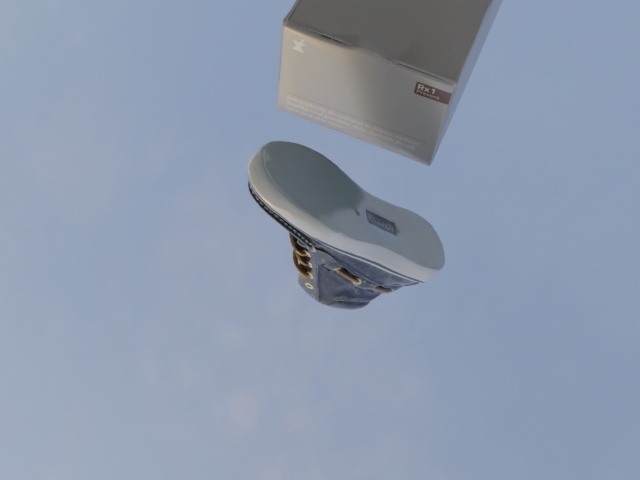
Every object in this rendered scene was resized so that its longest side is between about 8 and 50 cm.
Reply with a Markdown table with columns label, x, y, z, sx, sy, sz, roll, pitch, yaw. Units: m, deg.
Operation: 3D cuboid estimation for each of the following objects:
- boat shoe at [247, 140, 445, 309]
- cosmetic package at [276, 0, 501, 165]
| label | x | y | z | sx | sy | sz | roll | pitch | yaw |
| --- | --- | --- | --- | --- | --- | --- | --- | --- | --- |
| boat shoe | 0.000 | 0.000 | 0.792 | 0.083 | 0.183 | 0.065 | -32 | -131 | 31 |
| cosmetic package | 0.069 | -0.184 | 0.836 | 0.127 | 0.107 | 0.238 | 23 | -118 | 8 |
